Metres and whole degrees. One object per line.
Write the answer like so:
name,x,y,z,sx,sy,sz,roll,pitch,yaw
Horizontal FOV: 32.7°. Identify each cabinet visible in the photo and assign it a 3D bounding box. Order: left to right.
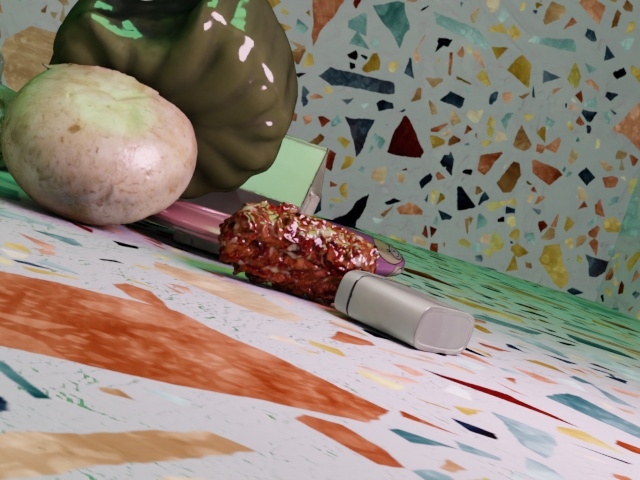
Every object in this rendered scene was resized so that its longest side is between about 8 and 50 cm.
cabinet,-0.112,-0.090,1.810,0.206,0.145,0.150,19,-38,7

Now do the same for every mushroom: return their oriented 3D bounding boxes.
mushroom,-0.301,-0.098,1.424,0.254,0.195,0.189,21,37,0

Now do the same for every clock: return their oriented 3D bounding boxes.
clock,-0.136,-0.007,1.566,0.244,0.056,0.244,19,1,0

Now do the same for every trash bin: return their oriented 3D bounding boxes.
trash bin,0.101,0.087,1.312,0.130,0.059,0.116,23,7,41

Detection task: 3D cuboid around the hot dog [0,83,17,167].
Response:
hot dog,-0.531,-0.188,1.734,0.075,0.144,0.268,-9,-6,25

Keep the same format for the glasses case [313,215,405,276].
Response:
glasses case,0.000,0.000,1.951,0.316,0.075,0.123,17,3,-10

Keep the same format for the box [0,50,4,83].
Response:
box,-0.659,-0.254,1.724,0.168,0.193,0.294,13,0,20

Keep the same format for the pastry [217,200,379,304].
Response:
pastry,-0.031,0.012,1.366,0.209,0.115,0.097,18,27,-20

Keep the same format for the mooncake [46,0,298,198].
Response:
mooncake,-0.206,-0.216,1.550,0.351,0.351,0.187,17,43,-10
